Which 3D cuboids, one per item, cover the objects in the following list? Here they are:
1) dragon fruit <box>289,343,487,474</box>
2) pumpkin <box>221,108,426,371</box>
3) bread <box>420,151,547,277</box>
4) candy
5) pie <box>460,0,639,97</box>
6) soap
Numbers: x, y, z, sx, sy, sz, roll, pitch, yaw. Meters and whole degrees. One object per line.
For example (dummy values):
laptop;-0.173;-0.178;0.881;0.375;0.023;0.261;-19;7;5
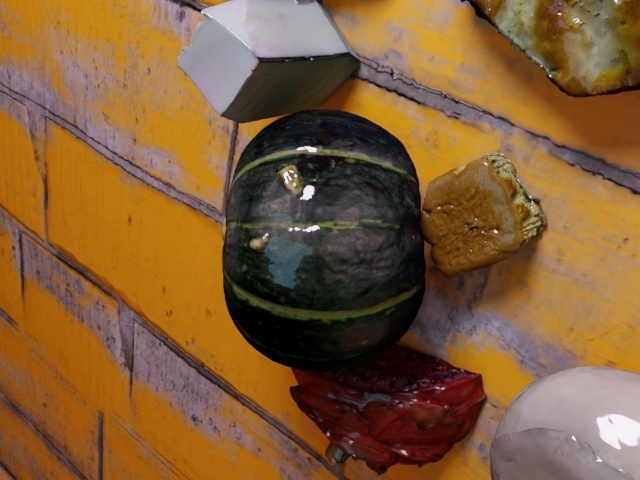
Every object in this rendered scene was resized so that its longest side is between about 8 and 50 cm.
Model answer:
dragon fruit;0.063;0.261;1.002;0.317;0.152;0.204;11;116;38
pumpkin;0.000;0.000;0.851;0.242;0.323;0.323;-2;111;-1
bread;0.185;-0.032;0.832;0.140;0.069;0.127;-31;85;43
candy;0.323;0.261;0.754;0.296;0.185;0.295;33;142;30
pie;0.269;-0.297;0.629;0.354;0.103;0.288;50;132;20
soap;-0.060;-0.219;0.856;0.091;0.231;0.145;56;134;9
